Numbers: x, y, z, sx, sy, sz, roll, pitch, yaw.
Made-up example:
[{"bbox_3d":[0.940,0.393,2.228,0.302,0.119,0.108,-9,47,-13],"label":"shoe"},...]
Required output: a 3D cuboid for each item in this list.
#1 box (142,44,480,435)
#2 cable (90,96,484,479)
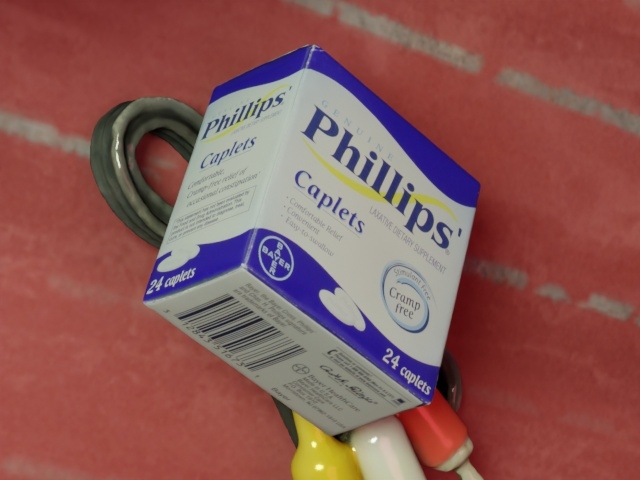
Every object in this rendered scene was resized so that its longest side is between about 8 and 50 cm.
[{"bbox_3d":[0.000,0.000,0.903,0.126,0.072,0.137,38,49,-29],"label":"box"},{"bbox_3d":[-0.001,0.037,0.959,0.139,0.072,0.287,-39,115,-30],"label":"cable"}]
